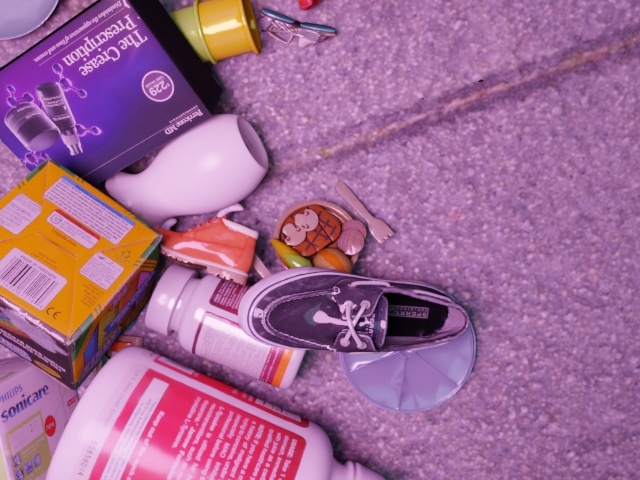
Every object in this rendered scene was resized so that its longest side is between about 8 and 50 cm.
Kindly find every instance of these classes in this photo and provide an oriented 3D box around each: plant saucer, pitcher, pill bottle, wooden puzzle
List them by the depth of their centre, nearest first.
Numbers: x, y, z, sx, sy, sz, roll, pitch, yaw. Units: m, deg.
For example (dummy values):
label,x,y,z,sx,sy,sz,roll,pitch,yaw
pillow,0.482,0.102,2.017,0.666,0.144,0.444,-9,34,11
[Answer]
label,x,y,z,sx,sy,sz,roll,pitch,yaw
pill bottle,-0.130,0.323,0.828,0.408,0.229,0.229,24,96,0
pitcher,-0.168,-0.070,0.865,0.207,0.125,0.177,-26,114,15
pill bottle,-0.125,0.118,0.867,0.221,0.121,0.121,22,95,1
plant saucer,-0.460,-0.386,0.885,0.195,0.037,0.195,0,94,3
wooden puzzle,-0.311,0.180,0.936,0.079,0.014,0.116,-2,94,3

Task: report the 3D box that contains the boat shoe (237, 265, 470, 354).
label,x,y,z,sx,sy,sz,roll,pitch,yaw
boat shoe,0.050,0.099,0.778,0.301,0.102,0.108,6,96,-22

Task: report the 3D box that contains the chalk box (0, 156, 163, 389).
label,x,y,z,sx,sy,sz,roll,pitch,yaw
chalk box,-0.347,0.067,0.821,0.180,0.289,0.179,34,57,-2

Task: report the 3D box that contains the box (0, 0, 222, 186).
label,x,y,z,sx,sy,sz,roll,pitch,yaw
box,-0.292,-0.193,0.804,0.261,0.103,0.184,-26,122,17

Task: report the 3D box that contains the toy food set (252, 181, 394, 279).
label,x,y,z,sx,sy,sz,roll,pitch,yaw
toy food set,0.000,0.000,0.847,0.192,0.038,0.132,-39,79,-19

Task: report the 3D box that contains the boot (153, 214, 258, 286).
label,x,y,z,sx,sy,sz,roll,pitch,yaw
boot,-0.162,-0.001,0.828,0.158,0.059,0.084,18,83,5

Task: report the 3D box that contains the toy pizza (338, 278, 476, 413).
label,x,y,z,sx,sy,sz,roll,pitch,yaw
toy pizza,0.127,0.156,0.902,0.201,0.032,0.201,0,95,2

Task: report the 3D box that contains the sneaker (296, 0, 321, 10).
label,x,y,z,sx,sy,sz,roll,pitch,yaw
sneaker,-0.037,-0.379,0.834,0.279,0.107,0.118,3,104,5

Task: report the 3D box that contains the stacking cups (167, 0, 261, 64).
label,x,y,z,sx,sy,sz,roll,pitch,yaw
stacking cups,-0.245,-0.268,0.867,0.316,0.096,0.096,-14,94,9

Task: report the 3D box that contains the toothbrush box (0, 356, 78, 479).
label,x,y,z,sx,sy,sz,roll,pitch,yaw
toothbrush box,-0.429,0.321,0.857,0.122,0.206,0.283,-11,93,4

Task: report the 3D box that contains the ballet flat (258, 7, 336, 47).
label,x,y,z,sx,sy,sz,roll,pitch,yaw
ballet flat,-0.034,-0.300,0.874,0.114,0.041,0.041,16,95,2
